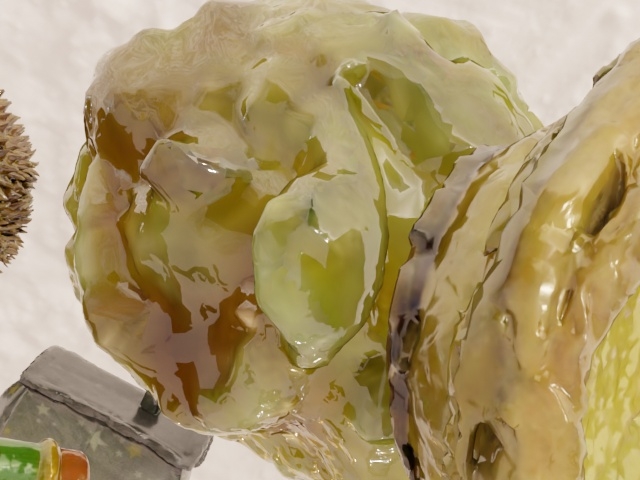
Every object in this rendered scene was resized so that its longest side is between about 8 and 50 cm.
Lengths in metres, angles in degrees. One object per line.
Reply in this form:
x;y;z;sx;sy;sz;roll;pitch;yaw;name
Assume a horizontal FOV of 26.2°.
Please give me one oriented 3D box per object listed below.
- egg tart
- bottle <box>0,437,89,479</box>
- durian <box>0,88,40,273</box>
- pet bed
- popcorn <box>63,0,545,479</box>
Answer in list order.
0.115;0.042;0.556;0.123;0.294;0.294;10;144;35;egg tart
-0.222;0.120;0.762;0.187;0.069;0.069;13;150;-21;bottle
-0.552;-0.102;1.753;0.384;0.348;0.347;9;154;-30;durian
-0.230;0.207;1.434;0.210;0.159;0.183;29;173;4;pet bed
0.007;0.001;0.775;0.335;0.279;0.274;11;144;35;popcorn
